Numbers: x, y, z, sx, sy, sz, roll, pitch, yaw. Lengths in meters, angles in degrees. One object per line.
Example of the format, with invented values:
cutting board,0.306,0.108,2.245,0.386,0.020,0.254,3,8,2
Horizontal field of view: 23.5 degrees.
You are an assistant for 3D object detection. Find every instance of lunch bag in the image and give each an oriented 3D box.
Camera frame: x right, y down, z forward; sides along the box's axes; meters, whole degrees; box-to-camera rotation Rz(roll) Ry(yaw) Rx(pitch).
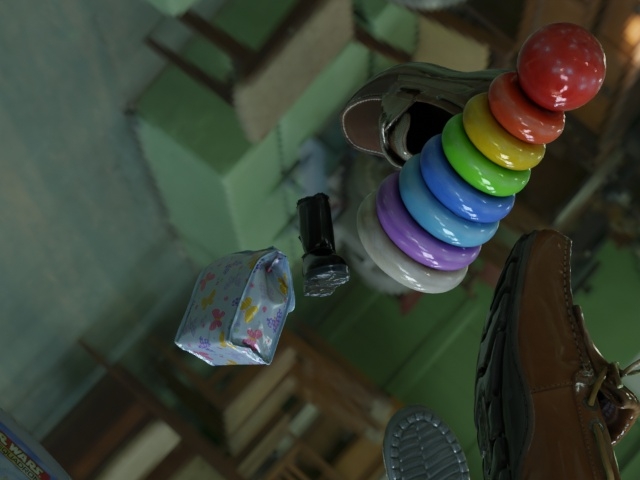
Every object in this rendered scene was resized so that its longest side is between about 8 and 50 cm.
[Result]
lunch bag,-0.057,0.046,1.112,0.071,0.053,0.083,-8,-121,49

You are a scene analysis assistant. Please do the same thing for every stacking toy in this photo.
stacking toy,0.178,-0.093,1.603,0.330,0.141,0.141,-51,169,36

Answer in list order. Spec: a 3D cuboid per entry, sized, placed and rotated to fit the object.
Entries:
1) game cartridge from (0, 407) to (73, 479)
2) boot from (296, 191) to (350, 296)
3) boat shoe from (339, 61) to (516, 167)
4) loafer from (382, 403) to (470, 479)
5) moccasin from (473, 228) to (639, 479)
game cartridge,-0.326,0.229,1.387,0.062,0.297,0.198,-46,-178,33
boot,0.001,0.000,1.574,0.045,0.099,0.121,-1,167,-9
boat shoe,0.121,-0.144,1.847,0.116,0.123,0.324,-32,-162,-32
loafer,0.123,0.299,1.717,0.094,0.251,0.087,-21,-168,-16
moccasin,0.214,0.149,1.311,0.380,0.147,0.139,-90,-172,-45
